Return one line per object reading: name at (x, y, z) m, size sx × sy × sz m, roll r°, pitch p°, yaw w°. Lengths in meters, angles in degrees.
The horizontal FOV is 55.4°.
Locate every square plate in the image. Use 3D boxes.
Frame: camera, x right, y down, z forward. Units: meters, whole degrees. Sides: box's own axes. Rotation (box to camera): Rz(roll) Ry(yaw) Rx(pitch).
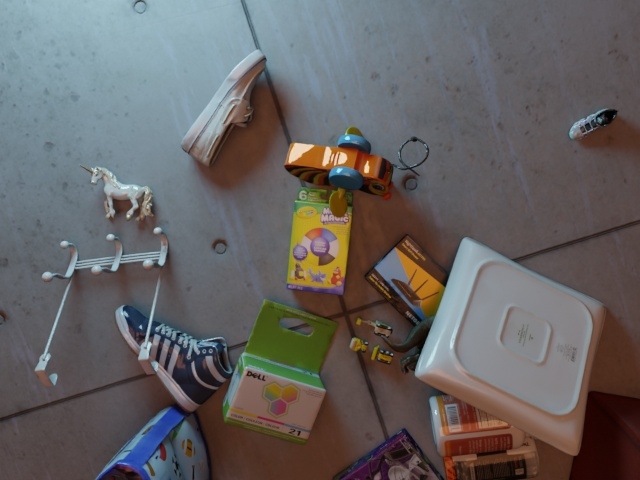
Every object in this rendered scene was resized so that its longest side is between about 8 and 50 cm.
square plate at (0.398, 0.191, 1.212) m, size 0.344 × 0.049 × 0.347 m, roll 26°, pitch 60°, yaw 2°

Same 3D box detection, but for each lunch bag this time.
lunch bag at (-0.368, 0.565, 1.260) m, size 0.238 × 0.328 × 0.386 m, roll 11°, pitch 97°, yaw 5°

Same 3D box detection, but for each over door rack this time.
over door rack at (-0.450, 0.122, 1.264) m, size 0.239 × 0.108 × 0.324 m, roll -7°, pitch 57°, yaw 6°

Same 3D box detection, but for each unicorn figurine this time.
unicorn figurine at (-0.447, -0.102, 1.346) m, size 0.162 × 0.060 × 0.111 m, roll 6°, pitch 95°, yaw -12°

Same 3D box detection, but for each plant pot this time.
plant pot at (0.682, 0.486, 1.216) m, size 0.267 × 0.236 × 0.267 m, roll 9°, pitch 95°, yaw 4°

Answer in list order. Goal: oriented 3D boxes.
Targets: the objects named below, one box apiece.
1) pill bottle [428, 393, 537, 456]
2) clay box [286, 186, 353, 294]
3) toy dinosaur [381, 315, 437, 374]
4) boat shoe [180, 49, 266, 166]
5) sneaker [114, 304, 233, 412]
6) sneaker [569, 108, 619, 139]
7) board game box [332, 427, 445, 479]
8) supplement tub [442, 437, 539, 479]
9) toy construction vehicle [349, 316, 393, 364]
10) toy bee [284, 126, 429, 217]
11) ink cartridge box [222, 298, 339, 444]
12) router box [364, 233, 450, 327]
pill bottle at (0.334, 0.363, 1.226) m, size 0.216 × 0.121 × 0.121 m, roll -8°, pitch 94°, yaw 5°
clay box at (0.000, 0.000, 1.317) m, size 0.127 × 0.053 × 0.222 m, roll 6°, pitch 96°, yaw 3°
toy dinosaur at (0.250, 0.216, 1.268) m, size 0.313 × 0.121 × 0.160 m, roll 27°, pitch 97°, yaw -20°
boat shoe at (-0.187, -0.274, 1.289) m, size 0.088 × 0.096 × 0.267 m, roll 39°, pitch 98°, yaw -4°
sneaker at (-0.312, 0.225, 1.338) m, size 0.153 × 0.099 × 0.282 m, roll -37°, pitch 94°, yaw 7°
sneaker at (0.561, -0.241, 1.245) m, size 0.098 × 0.069 × 0.038 m, roll -35°, pitch 91°, yaw 6°
board game box at (0.210, 0.619, 1.360) m, size 0.208 × 0.056 × 0.347 m, roll -37°, pitch 91°, yaw 11°
supplement tub at (0.356, 0.455, 1.298) m, size 0.190 × 0.117 × 0.117 m, roll -9°, pitch 94°, yaw 4°
toy construction vehicle at (0.119, 0.218, 1.341) m, size 0.098 × 0.035 × 0.086 m, roll 15°, pitch 107°, yaw 6°
toy bee at (0.081, -0.129, 1.261) m, size 0.298 × 0.162 × 0.195 m, roll 28°, pitch 80°, yaw 32°
ink cartridge box at (-0.080, 0.280, 1.306) m, size 0.188 × 0.097 × 0.255 m, roll 19°, pitch 97°, yaw -13°
router box at (0.203, 0.094, 1.313) m, size 0.179 × 0.046 × 0.133 m, roll 44°, pitch 97°, yaw 0°
